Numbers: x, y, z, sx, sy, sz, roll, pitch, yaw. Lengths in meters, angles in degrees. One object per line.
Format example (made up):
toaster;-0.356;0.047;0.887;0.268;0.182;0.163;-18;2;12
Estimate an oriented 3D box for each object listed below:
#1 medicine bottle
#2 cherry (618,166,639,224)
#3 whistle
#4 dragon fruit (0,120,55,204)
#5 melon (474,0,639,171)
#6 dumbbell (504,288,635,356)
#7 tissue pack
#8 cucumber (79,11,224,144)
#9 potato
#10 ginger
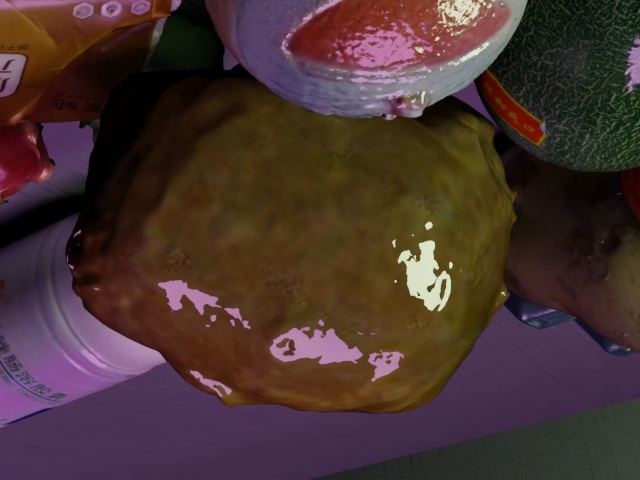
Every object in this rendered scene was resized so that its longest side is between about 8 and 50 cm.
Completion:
medicine bottle;-0.231;0.066;1.454;0.254;0.152;0.152;-23;160;34
cherry;0.343;-0.090;1.262;0.239;0.206;0.239;-50;178;-2
whistle;0.030;-0.178;0.833;0.189;0.189;0.348;-9;152;-9
dragon fruit;-0.236;-0.066;1.137;0.086;0.081;0.116;-37;170;11
melon;0.180;-0.140;1.000;0.182;0.182;0.287;-9;166;-8
dumbbell;0.280;0.028;1.687;0.143;0.156;0.316;14;177;31
tissue pack;-0.206;-0.131;0.939;0.226;0.092;0.183;-4;162;-19
cucumber;-0.103;-0.090;1.159;0.086;0.115;0.193;-52;170;-21
potato;0.246;-0.005;1.425;0.165;0.165;0.262;7;-164;-47
ginger;-0.001;0.004;1.003;0.223;0.200;0.269;14;-168;19
